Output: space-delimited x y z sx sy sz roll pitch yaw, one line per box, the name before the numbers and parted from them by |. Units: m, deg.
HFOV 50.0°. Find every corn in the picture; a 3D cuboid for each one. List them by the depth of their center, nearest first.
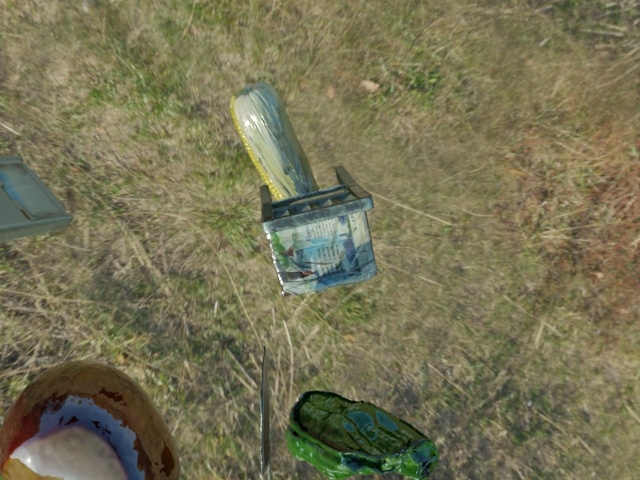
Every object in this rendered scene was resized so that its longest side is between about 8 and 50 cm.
corn | -0.092 -0.198 1.494 0.122 0.123 0.305 -39 125 -16

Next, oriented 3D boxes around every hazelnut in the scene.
hazelnut | -0.482 0.451 1.439 0.359 0.359 0.409 -22 98 -7

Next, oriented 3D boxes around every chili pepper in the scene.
chili pepper | 0.085 0.495 1.650 0.213 0.385 0.167 -35 123 -42

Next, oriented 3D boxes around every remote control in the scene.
remote control | -0.406 -0.039 0.748 0.123 0.285 0.038 45 113 10

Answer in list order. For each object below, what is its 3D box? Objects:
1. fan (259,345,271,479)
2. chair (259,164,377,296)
fan | -0.067 0.245 0.862 0.009 0.132 0.220 0 118 0
chair | 0.000 0.000 0.903 0.136 0.270 0.147 -14 106 -3
